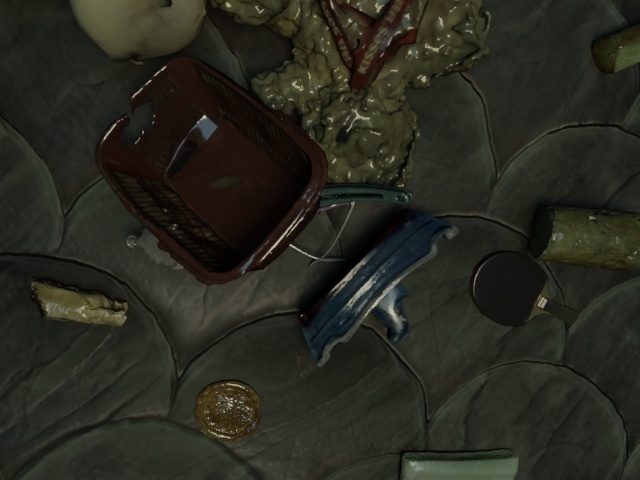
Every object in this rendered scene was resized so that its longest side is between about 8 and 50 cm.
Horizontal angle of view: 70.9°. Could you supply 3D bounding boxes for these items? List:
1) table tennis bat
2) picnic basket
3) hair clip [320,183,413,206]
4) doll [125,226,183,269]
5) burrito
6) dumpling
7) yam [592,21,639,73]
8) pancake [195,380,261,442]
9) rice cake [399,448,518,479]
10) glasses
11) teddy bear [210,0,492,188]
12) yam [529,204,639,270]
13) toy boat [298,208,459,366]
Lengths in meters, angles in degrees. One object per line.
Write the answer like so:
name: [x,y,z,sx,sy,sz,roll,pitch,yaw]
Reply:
table tennis bat: [0.369,0.100,0.808,0.220,0.019,0.131,24,94,-10]
picnic basket: [-0.132,-0.081,0.599,0.296,0.129,0.223,40,88,19]
hair clip: [0.020,-0.064,0.649,0.229,0.070,0.039,-5,127,25]
doll: [-0.196,-0.006,0.677,0.179,0.079,0.094,-9,84,-21]
burrito: [-0.364,0.096,0.672,0.149,0.055,0.041,16,125,-13]
dumpling: [-0.213,-0.346,0.541,0.243,0.175,0.227,-15,86,25]
yam: [0.554,-0.341,0.759,0.169,0.068,0.069,-23,100,-6]
pancake: [-0.153,0.285,0.749,0.114,0.011,0.115,-1,97,-7]
rice cake: [0.252,0.427,0.818,0.221,0.042,0.080,3,95,-11]
glasses: [0.000,0.000,0.709,0.139,0.062,0.104,-18,102,2]
teddy bear: [0.059,-0.232,0.624,0.356,0.224,0.368,-9,100,11]
yam: [0.452,-0.005,0.764,0.193,0.107,0.108,5,96,-9]
toy boat: [0.098,0.080,0.705,0.309,0.129,0.142,-45,91,-3]
